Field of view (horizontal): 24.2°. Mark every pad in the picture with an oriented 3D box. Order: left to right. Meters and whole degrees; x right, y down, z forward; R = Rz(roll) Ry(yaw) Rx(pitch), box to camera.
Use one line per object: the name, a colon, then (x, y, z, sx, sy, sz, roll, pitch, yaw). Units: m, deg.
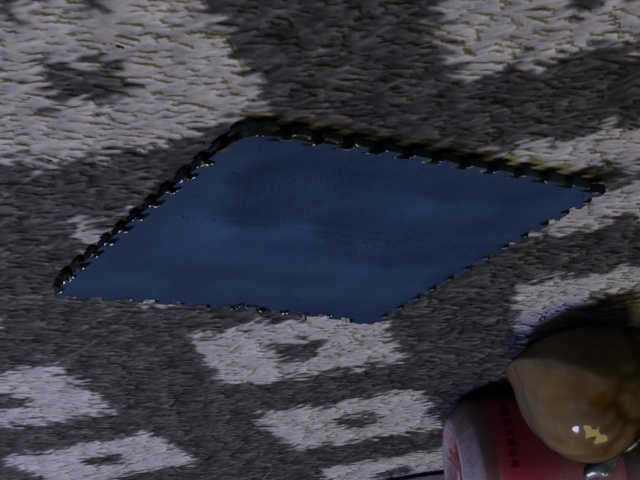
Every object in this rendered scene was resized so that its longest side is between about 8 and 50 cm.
pad: (0.000, 0.000, 0.945, 0.269, 0.012, 0.269, 8, 154, -34)

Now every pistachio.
pistachio: (0.210, 0.125, 1.213, 0.126, 0.108, 0.185, 16, 166, 3)

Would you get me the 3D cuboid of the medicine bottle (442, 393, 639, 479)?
medicine bottle: (0.243, 0.205, 1.374, 0.247, 0.147, 0.147, -6, 159, -5)

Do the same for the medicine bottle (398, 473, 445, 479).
medicine bottle: (0.141, 0.411, 1.737, 0.252, 0.241, 0.252, -6, 160, -2)

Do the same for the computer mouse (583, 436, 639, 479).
computer mouse: (0.385, 0.132, 1.218, 0.379, 0.090, 0.167, -31, 150, 23)
